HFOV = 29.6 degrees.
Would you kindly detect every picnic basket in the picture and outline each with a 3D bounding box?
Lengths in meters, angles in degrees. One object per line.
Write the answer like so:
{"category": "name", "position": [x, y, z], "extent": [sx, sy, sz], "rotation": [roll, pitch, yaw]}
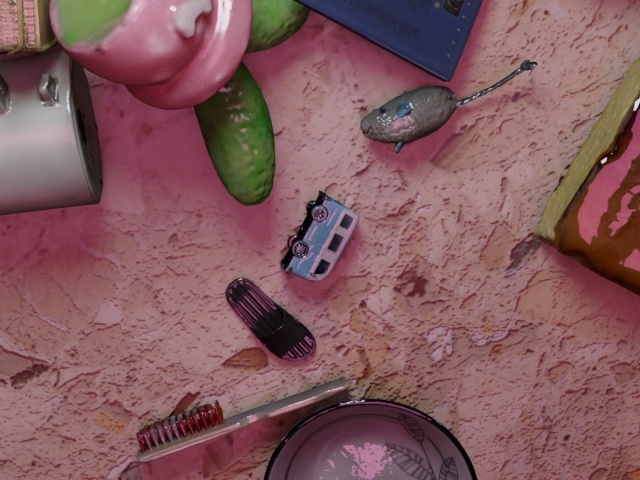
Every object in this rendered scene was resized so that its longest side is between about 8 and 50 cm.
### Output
{"category": "picnic basket", "position": [-0.364, -0.282, 1.445], "extent": [0.079, 0.164, 0.115], "rotation": [-2, 102, -3]}

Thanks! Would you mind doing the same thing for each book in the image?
{"category": "book", "position": [0.101, -0.351, 1.605], "extent": [0.269, 0.025, 0.191], "rotation": [23, 87, -28]}

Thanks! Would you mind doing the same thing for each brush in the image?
{"category": "brush", "position": [-0.116, 0.246, 1.752], "extent": [0.320, 0.060, 0.050], "rotation": [-18, 92, -1]}

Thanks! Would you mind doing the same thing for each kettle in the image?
{"category": "kettle", "position": [-0.455, -0.125, 1.542], "extent": [0.317, 0.265, 0.205], "rotation": [-7, 99, -2]}

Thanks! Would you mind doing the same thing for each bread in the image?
{"category": "bread", "position": [0.522, -0.061, 1.708], "extent": [0.333, 0.143, 0.324], "rotation": [28, 97, -10]}

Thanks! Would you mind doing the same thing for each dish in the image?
{"category": "dish", "position": [0.070, 0.364, 1.771], "extent": [0.316, 0.106, 0.317], "rotation": [-1, 101, -3]}

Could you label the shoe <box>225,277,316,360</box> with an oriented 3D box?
{"category": "shoe", "position": [-0.073, 0.118, 1.734], "extent": [0.062, 0.053, 0.159], "rotation": [-45, 99, 1]}

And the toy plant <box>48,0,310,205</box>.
{"category": "toy plant", "position": [-0.167, -0.235, 1.523], "extent": [0.210, 0.356, 0.317], "rotation": [7, 82, 31]}

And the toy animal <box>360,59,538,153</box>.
{"category": "toy animal", "position": [0.177, -0.190, 1.680], "extent": [0.252, 0.079, 0.070], "rotation": [-20, 124, 0]}

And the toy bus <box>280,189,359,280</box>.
{"category": "toy bus", "position": [0.000, 0.000, 1.712], "extent": [0.074, 0.060, 0.123], "rotation": [27, 95, -14]}
